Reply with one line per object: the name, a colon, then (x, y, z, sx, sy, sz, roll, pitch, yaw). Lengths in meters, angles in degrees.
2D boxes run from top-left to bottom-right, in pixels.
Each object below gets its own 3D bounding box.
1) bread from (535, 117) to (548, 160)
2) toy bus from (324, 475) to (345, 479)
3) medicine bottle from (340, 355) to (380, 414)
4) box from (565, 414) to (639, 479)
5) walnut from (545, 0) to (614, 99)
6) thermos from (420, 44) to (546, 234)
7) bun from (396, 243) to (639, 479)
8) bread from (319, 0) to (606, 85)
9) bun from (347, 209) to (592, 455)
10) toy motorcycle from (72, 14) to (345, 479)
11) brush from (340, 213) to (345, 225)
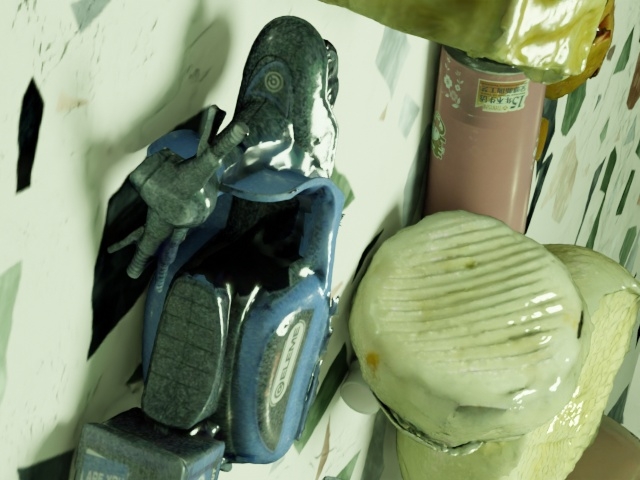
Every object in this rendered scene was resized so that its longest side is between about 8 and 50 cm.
bread: (0.205, -0.085, 2.002, 0.226, 0.049, 0.088, -31, 136, -65)
toy bus: (0.005, 0.339, 1.812, 0.191, 0.064, 0.075, -67, 156, -12)
medicine bottle: (0.057, 0.130, 1.771, 0.052, 0.052, 0.089, 91, 24, -42)
box: (0.264, 0.347, 2.245, 0.216, 0.301, 0.301, -51, 154, -30)
walnut: (0.243, -0.230, 1.855, 0.245, 0.137, 0.137, 94, 21, -63)
thermos: (0.154, -0.075, 1.799, 0.109, 0.136, 0.330, -23, 136, -30)
bun: (0.205, 0.157, 1.992, 0.364, 0.202, 0.364, -50, 158, -30)
bread: (0.121, -0.259, 1.328, 0.238, 0.196, 0.252, 5, 111, -48)
bun: (0.142, 0.096, 1.709, 0.141, 0.239, 0.239, 92, 23, -60)
toy motorcycle: (-0.065, 0.025, 1.197, 0.212, 0.125, 0.359, -26, 132, -63)
brush: (0.000, 0.000, 1.543, 0.084, 0.013, 0.016, -49, 154, -47)
